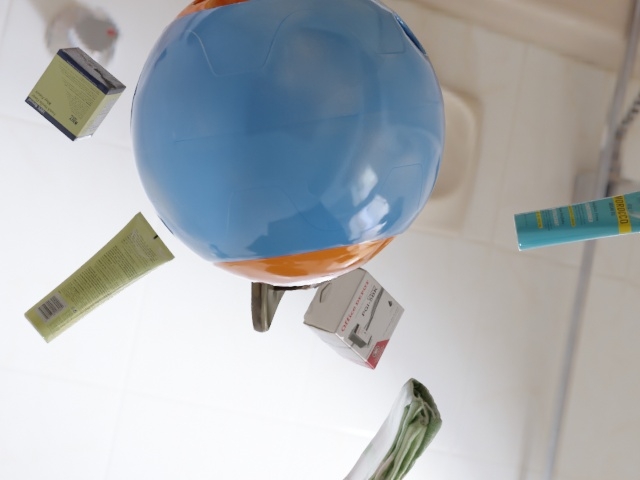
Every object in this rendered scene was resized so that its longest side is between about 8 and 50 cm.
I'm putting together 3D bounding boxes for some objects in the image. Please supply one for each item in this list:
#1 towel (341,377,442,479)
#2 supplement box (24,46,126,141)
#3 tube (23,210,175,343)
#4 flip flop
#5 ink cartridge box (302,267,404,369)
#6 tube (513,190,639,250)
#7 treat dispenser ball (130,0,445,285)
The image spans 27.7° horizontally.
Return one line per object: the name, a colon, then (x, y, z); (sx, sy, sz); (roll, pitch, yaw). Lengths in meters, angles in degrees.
towel: (-0.011, 0.257, 1.091); (0.038, 0.325, 0.248); (37, 180, 2)
supplement box: (-0.304, -0.182, 1.611); (0.083, 0.083, 0.056); (40, -163, 5)
tube: (-0.344, 0.064, 2.005); (0.062, 0.240, 0.070); (41, 164, 38)
flip flop: (0.000, 0.000, 1.504); (0.080, 0.277, 0.112); (22, 136, 21)
ink cartridge box: (0.046, 0.100, 1.731); (0.056, 0.099, 0.135); (19, 165, 34)
tube: (0.377, -0.028, 1.820); (0.207, 0.080, 0.052); (-10, 142, 8)
treat dispenser ball: (-0.030, -0.103, 1.192); (0.288, 0.288, 0.288); (11, 174, 1)
